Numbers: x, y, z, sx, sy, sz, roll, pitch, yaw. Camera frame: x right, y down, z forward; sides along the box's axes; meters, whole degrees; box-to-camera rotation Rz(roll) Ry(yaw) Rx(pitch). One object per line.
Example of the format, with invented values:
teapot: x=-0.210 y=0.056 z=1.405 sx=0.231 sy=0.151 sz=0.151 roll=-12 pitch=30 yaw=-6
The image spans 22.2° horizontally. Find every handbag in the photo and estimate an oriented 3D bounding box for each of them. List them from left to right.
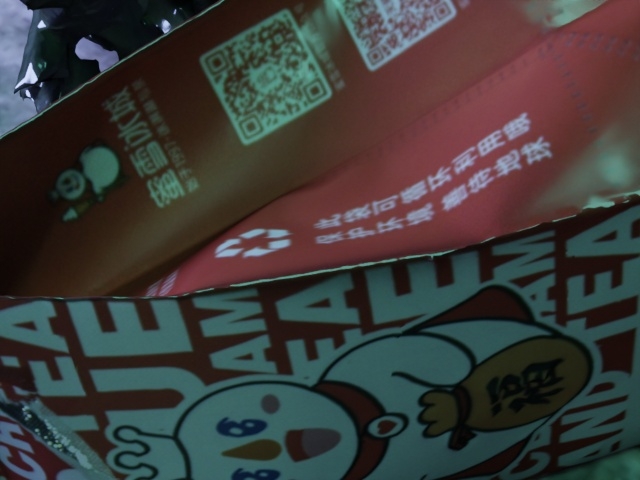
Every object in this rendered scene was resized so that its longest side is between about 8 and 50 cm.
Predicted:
handbag: x=0.000 y=0.000 z=0.539 sx=0.298 sy=0.171 sz=0.151 roll=-16 pitch=56 yaw=-4

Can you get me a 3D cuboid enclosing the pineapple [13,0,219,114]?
pineapple: x=-0.102 y=-0.161 z=0.667 sx=0.165 sy=0.165 sz=0.364 roll=-15 pitch=52 yaw=-2
